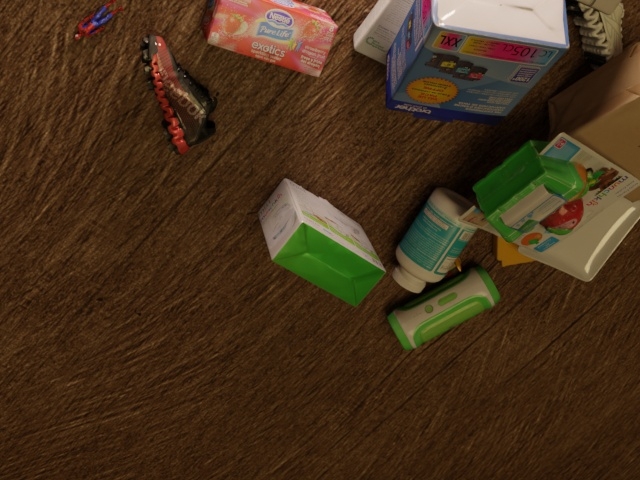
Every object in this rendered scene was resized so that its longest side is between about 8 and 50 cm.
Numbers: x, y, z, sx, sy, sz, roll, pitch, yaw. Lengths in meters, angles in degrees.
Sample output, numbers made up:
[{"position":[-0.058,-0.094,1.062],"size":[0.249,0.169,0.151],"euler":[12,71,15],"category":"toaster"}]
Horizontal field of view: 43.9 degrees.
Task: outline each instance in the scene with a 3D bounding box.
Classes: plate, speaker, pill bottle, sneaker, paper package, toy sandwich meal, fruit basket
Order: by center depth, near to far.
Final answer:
[{"position":[-0.299,-0.322,1.714],"size":[0.135,0.097,0.276],"euler":[-17,125,-4],"category":"sneaker"},{"position":[0.671,-0.502,1.872],"size":[0.118,0.110,0.292],"euler":[-38,123,-2],"category":"sneaker"},{"position":[0.758,-0.268,1.900],"size":[0.325,0.168,0.309],"euler":[25,148,-22],"category":"paper package"},{"position":[0.558,-0.088,1.915],"size":[0.353,0.165,0.327],"euler":[24,129,-34],"category":"fruit basket"},{"position":[0.290,0.005,2.042],"size":[0.146,0.146,0.264],"euler":[22,112,-26],"category":"pill bottle"},{"position":[0.697,-0.044,2.127],"size":[0.278,0.045,0.277],"euler":[21,112,-24],"category":"plate"},{"position":[0.350,0.072,2.168],"size":[0.086,0.029,0.085],"euler":[-7,122,-11],"category":"toy sandwich meal"},{"position":[0.336,0.186,2.176],"size":[0.297,0.131,0.131],"euler":[-29,123,3],"category":"speaker"}]

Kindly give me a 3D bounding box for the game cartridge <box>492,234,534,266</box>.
[{"position":[0.622,-0.081,2.144],"size":[0.324,0.052,0.285],"euler":[-10,122,-7],"category":"game cartridge"}]

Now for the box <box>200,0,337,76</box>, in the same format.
[{"position":[-0.109,-0.451,1.670],"size":[0.257,0.128,0.122],"euler":[13,116,-21],"category":"box"}]

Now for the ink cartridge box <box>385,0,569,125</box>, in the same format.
[{"position":[0.296,-0.373,1.637],"size":[0.270,0.151,0.395],"euler":[7,162,-9],"category":"ink cartridge box"}]

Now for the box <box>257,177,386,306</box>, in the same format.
[{"position":[0.000,0.000,1.909],"size":[0.262,0.231,0.126],"euler":[30,108,-29],"category":"box"}]

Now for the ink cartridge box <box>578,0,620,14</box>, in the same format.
[{"position":[0.501,-0.582,1.649],"size":[0.283,0.207,0.117],"euler":[-1,126,-48],"category":"ink cartridge box"}]

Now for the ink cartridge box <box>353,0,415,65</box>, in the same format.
[{"position":[0.292,-0.482,1.732],"size":[0.324,0.071,0.330],"euler":[21,134,-24],"category":"ink cartridge box"}]

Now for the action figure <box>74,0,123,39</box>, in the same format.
[{"position":[-0.461,-0.451,1.635],"size":[0.115,0.030,0.038],"euler":[-35,128,9],"category":"action figure"}]
